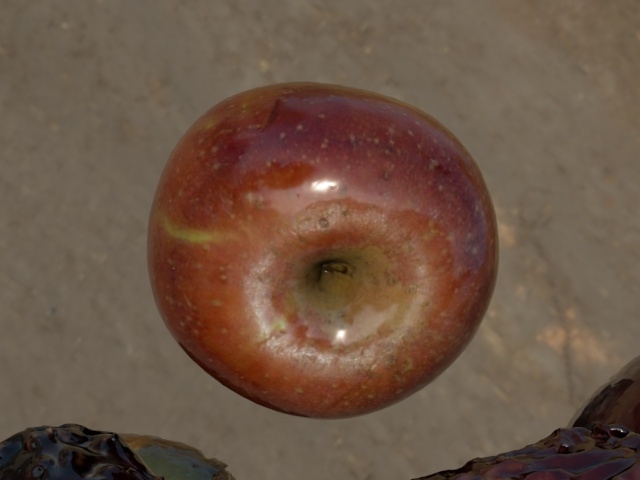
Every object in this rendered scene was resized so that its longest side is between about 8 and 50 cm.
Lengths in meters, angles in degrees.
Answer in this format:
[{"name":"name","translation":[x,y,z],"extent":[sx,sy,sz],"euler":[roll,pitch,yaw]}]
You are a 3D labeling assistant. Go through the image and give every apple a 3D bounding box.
[{"name":"apple","translation":[0.000,0.000,0.895],"extent":[0.201,0.201,0.162],"euler":[30,16,-13]}]

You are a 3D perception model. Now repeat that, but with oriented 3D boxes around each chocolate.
[{"name":"chocolate","translation":[-0.111,0.179,0.796],"extent":[0.156,0.156,0.133],"euler":[10,2,-37]}]

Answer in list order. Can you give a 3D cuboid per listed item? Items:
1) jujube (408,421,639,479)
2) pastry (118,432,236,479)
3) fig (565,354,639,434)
[{"name":"jujube","translation":[0.044,0.149,0.463],"extent":[0.168,0.168,0.236],"euler":[45,59,10]},{"name":"pastry","translation":[-0.196,0.344,1.388],"extent":[0.356,0.356,0.164],"euler":[49,-4,16]},{"name":"fig","translation":[0.165,0.128,0.693],"extent":[0.186,0.203,0.249],"euler":[2,3,-29]}]
